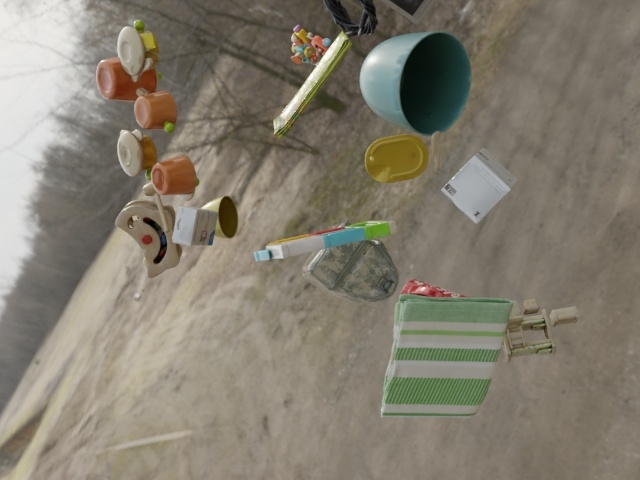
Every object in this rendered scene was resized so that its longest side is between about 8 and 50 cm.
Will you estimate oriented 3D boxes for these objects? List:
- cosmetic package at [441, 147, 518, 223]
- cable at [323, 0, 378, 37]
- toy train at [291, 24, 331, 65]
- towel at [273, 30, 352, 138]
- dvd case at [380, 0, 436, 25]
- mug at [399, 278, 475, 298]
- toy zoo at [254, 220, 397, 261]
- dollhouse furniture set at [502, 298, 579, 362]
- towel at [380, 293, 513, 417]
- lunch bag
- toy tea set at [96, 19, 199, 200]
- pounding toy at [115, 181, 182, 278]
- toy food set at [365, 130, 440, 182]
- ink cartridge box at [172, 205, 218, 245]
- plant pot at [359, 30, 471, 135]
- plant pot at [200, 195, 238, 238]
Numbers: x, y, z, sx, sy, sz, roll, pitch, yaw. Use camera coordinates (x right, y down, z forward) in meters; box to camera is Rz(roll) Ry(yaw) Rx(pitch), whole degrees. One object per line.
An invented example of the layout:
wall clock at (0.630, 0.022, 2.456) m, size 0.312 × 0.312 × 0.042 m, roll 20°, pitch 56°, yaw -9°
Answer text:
cosmetic package at (0.487, -0.169, 2.181) m, size 0.151 × 0.151 × 0.183 m, roll -49°, pitch -6°, yaw 24°
cable at (0.069, -0.579, 1.728) m, size 0.047 × 0.184 × 0.150 m, roll -35°, pitch 30°, yaw -26°
toy train at (-0.024, -0.456, 1.744) m, size 0.046 × 0.125 × 0.166 m, roll -52°, pitch -2°, yaw -12°
towel at (-0.021, -0.316, 1.445) m, size 0.237 × 0.021 × 0.102 m, roll -51°, pitch 24°, yaw 18°
dvd case at (0.144, -0.476, 1.177) m, size 0.179 × 0.238 × 0.029 m, roll -51°, pitch 54°, yaw 21°
mug at (0.282, 0.148, 1.740) m, size 0.113 × 0.150 × 0.169 m, roll -33°, pitch 38°, yaw -32°
toy zoo at (0.000, 0.000, 1.553) m, size 0.192 × 0.293 × 0.030 m, roll -171°, pitch 69°, yaw -80°
dollhouse furniture set at (0.500, 0.195, 1.594) m, size 0.161 × 0.181 × 0.101 m, roll 71°, pitch -171°, yaw -64°
towel at (0.266, 0.261, 1.568) m, size 0.038 × 0.247 × 0.325 m, roll -98°, pitch 13°, yaw -60°
lunch bag at (0.101, 0.091, 2.221) m, size 0.212 × 0.256 × 0.305 m, roll -53°, pitch 4°, yaw -9°
toy tea set at (-0.308, -0.234, 1.362) m, size 0.200 × 0.124 × 0.336 m, roll -11°, pitch 94°, yaw 48°
pounding toy at (-0.476, -0.024, 1.957) m, size 0.155 × 0.154 × 0.270 m, roll -104°, pitch 6°, yaw -72°
toy food set at (0.230, -0.235, 2.015) m, size 0.071 × 0.217 × 0.128 m, roll -109°, pitch 11°, yaw -80°
ink cartridge box at (-0.299, -0.033, 1.720) m, size 0.122 × 0.052 × 0.089 m, roll 1°, pitch -80°, yaw -72°
plant pot at (0.256, -0.470, 2.105) m, size 0.235 × 0.293 × 0.293 m, roll 23°, pitch 85°, yaw 48°
plant pot at (-0.328, -0.069, 2.235) m, size 0.095 × 0.134 × 0.134 m, roll -4°, pitch 47°, yaw 21°
